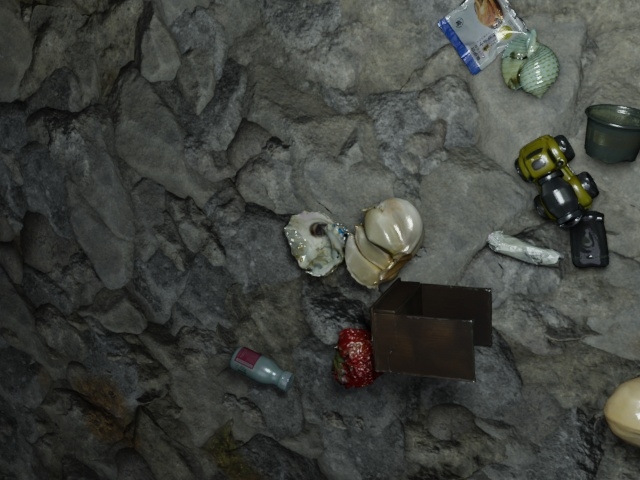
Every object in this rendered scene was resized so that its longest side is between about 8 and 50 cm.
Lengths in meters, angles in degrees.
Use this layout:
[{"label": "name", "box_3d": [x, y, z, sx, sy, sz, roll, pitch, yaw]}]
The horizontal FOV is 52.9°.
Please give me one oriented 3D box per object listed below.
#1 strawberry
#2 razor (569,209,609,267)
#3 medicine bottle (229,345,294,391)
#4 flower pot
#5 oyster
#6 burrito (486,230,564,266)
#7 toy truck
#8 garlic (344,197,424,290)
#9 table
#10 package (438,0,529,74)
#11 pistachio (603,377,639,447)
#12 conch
[{"label": "strawberry", "box_3d": [0.132, 0.360, 1.973, 0.202, 0.184, 0.186, -1, 82, -11]}, {"label": "razor", "box_3d": [0.688, -0.003, 1.652, 0.090, 0.054, 0.148, -4, 103, 26]}, {"label": "medicine bottle", "box_3d": [-0.198, 0.442, 2.197, 0.217, 0.090, 0.090, 22, 114, 17]}, {"label": "flower pot", "box_3d": [0.696, -0.249, 1.524, 0.157, 0.157, 0.106, 17, 122, 20]}, {"label": "oyster", "box_3d": [0.000, 0.000, 1.969, 0.214, 0.083, 0.223, -27, 88, 26]}, {"label": "burrito", "box_3d": [0.547, 0.026, 1.727, 0.203, 0.064, 0.064, 20, 114, 18]}, {"label": "toy truck", "box_3d": [0.578, -0.146, 1.596, 0.147, 0.165, 0.224, -29, 92, 30]}, {"label": "garlic", "box_3d": [0.187, -0.012, 1.829, 0.203, 0.185, 0.281, 49, 142, 19]}, {"label": "table", "box_3d": [0.316, 0.242, 1.798, 0.282, 0.250, 0.196, 3, 107, 26]}, {"label": "package", "box_3d": [0.412, -0.538, 1.630, 0.173, 0.027, 0.171, -36, 89, 26]}, {"label": "pistachio", "box_3d": [0.879, 0.450, 1.630, 0.299, 0.187, 0.187, 4, 107, 20]}, {"label": "conch", "box_3d": [0.516, -0.422, 1.576, 0.135, 0.102, 0.153, -14, 67, 39]}]
